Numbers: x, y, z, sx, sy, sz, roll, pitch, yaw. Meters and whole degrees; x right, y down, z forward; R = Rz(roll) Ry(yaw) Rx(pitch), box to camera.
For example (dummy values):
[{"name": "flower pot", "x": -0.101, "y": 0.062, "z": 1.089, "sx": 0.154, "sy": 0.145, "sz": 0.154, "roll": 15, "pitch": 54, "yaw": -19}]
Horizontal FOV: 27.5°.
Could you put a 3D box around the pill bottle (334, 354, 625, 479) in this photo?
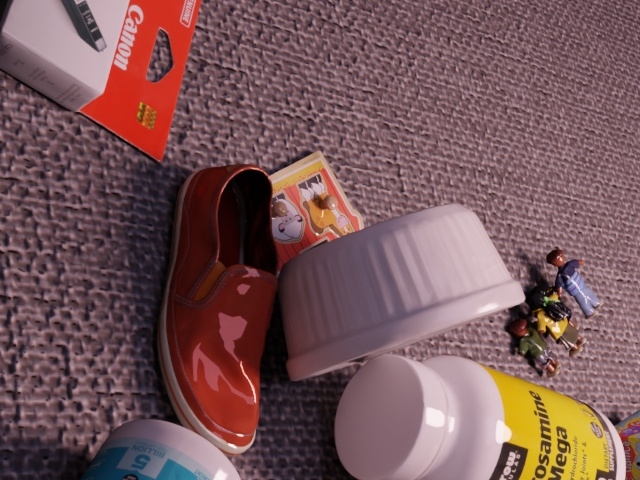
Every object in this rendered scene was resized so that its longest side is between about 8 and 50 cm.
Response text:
[{"name": "pill bottle", "x": 0.184, "y": 0.241, "z": 1.515, "sx": 0.334, "sy": 0.188, "sz": 0.188, "roll": 22, "pitch": 56, "yaw": -37}]

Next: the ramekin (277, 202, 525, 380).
[{"name": "ramekin", "x": 0.076, "y": 0.054, "z": 1.436, "sx": 0.273, "sy": 0.273, "sz": 0.127, "roll": -13, "pitch": 81, "yaw": -48}]

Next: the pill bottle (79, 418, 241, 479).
[{"name": "pill bottle", "x": -0.180, "y": 0.295, "z": 1.148, "sx": 0.146, "sy": 0.146, "sz": 0.264, "roll": 47, "pitch": 44, "yaw": -18}]

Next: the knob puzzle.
[{"name": "knob puzzle", "x": 0.000, "y": 0.000, "z": 1.569, "sx": 0.213, "sy": 0.030, "sz": 0.213, "roll": 23, "pitch": 56, "yaw": -37}]

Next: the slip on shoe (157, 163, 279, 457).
[{"name": "slip on shoe", "x": -0.098, "y": 0.064, "z": 1.384, "sx": 0.123, "sy": 0.101, "sz": 0.331, "roll": 22, "pitch": 57, "yaw": -39}]

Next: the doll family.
[{"name": "doll family", "x": 0.327, "y": 0.094, "z": 1.827, "sx": 0.111, "sy": 0.076, "sz": 0.193, "roll": 48, "pitch": 39, "yaw": -11}]

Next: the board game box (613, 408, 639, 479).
[{"name": "board game box", "x": 0.537, "y": 0.314, "z": 1.750, "sx": 0.144, "sy": 0.275, "sz": 0.142, "roll": -18, "pitch": 102, "yaw": -48}]

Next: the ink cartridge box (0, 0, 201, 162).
[{"name": "ink cartridge box", "x": -0.229, "y": -0.256, "z": 1.443, "sx": 0.239, "sy": 0.060, "sz": 0.275, "roll": 31, "pitch": 51, "yaw": -30}]
